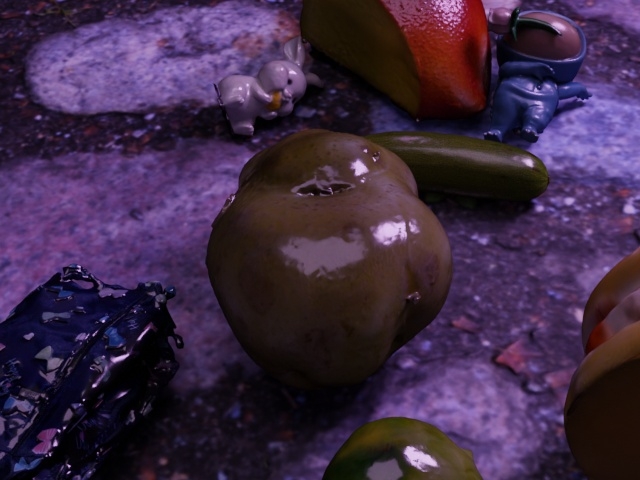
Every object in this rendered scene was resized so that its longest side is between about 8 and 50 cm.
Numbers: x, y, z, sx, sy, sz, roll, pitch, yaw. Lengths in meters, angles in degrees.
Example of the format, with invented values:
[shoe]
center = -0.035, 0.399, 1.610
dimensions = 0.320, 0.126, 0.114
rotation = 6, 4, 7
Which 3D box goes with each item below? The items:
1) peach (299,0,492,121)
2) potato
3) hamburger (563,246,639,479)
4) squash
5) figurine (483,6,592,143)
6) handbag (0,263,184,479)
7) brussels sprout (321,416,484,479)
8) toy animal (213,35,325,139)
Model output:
[peach]
center = 0.107, -0.256, 1.488
dimensions = 0.159, 0.154, 0.267
rotation = -32, 50, -21
[potato]
center = 0.003, 0.002, 1.244
dimensions = 0.218, 0.202, 0.351
rotation = -23, 34, 3
[hamburger]
center = 0.329, 0.087, 1.032
dimensions = 0.261, 0.302, 0.186
rotation = 0, 51, 21
[squash]
center = 0.119, -0.083, 1.384
dimensions = 0.252, 0.066, 0.066
rotation = 6, 49, 14
[figurine]
center = 0.233, -0.190, 1.424
dimensions = 0.114, 0.144, 0.178
rotation = 10, 61, 22
[handbag]
center = -0.238, 0.136, 1.199
dimensions = 0.162, 0.113, 0.260
rotation = 13, 44, 27
[brussels sprout]
center = 0.066, 0.215, 1.076
dimensions = 0.149, 0.122, 0.151
rotation = -10, 46, 3
[toy animal]
center = -0.058, -0.173, 1.495
dimensions = 0.124, 0.071, 0.085
rotation = -22, 29, 0
